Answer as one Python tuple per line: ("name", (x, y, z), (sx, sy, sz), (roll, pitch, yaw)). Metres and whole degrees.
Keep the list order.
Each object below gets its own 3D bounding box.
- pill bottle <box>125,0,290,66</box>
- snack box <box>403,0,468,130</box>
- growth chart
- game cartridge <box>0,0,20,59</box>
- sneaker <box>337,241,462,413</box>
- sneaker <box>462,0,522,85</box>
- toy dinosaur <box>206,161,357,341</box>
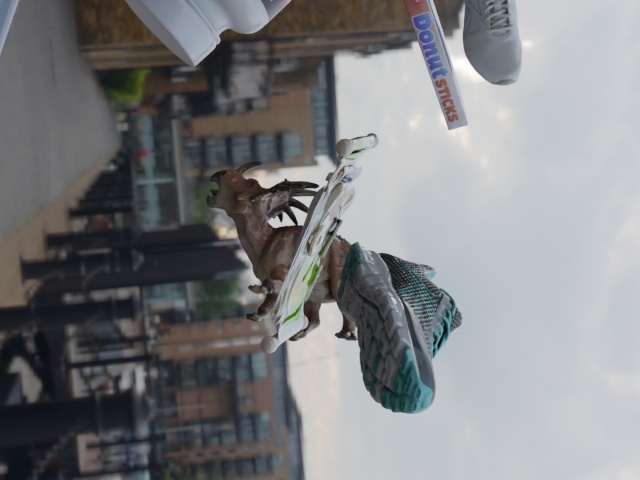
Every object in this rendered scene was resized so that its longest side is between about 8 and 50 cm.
("pill bottle", (-0.053, -0.224, 0.817), (0.108, 0.193, 0.108), (45, -5, 5))
("snack box", (0.096, -0.183, 0.964), (0.064, 0.022, 0.178), (-93, 162, -45))
("growth chart", (0.000, 0.000, 1.052), (0.172, 0.021, 0.237), (-39, 152, -70))
("game cartridge", (-0.368, -0.187, 0.769), (0.062, 0.297, 0.198), (139, -34, -71))
("sneaker", (0.063, 0.054, 0.732), (0.166, 0.076, 0.065), (-105, -154, -57))
("sneaker", (0.160, -0.221, 1.037), (0.061, 0.053, 0.152), (103, -22, -76))
("toy dinosaur", (-0.015, 0.020, 1.474), (0.127, 0.295, 0.200), (-19, -132, 54))
